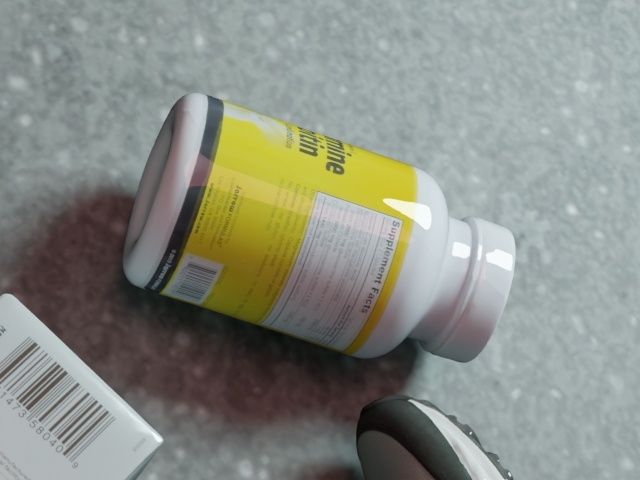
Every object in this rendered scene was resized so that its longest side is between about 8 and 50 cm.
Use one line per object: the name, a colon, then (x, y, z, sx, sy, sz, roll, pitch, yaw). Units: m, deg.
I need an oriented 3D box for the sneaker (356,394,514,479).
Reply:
sneaker: (0.051, 0.200, 0.861, 0.108, 0.100, 0.272, -4, 66, -18)

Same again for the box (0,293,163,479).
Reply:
box: (-0.147, 0.102, 0.835, 0.101, 0.087, 0.102, 43, 58, 3)

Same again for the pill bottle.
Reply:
pill bottle: (0.000, 0.000, 0.937, 0.184, 0.103, 0.103, 18, 59, -13)
